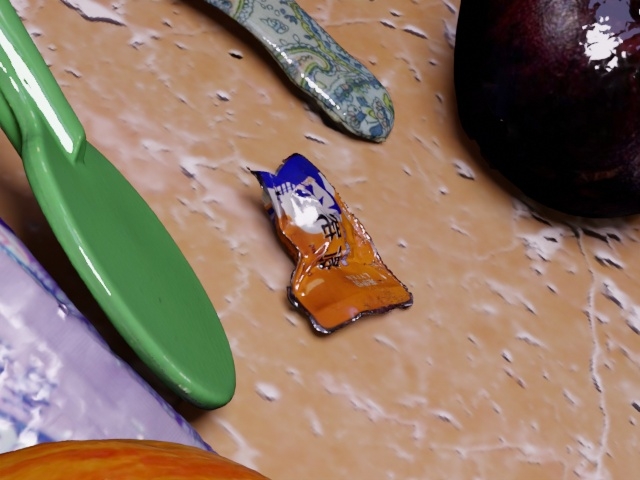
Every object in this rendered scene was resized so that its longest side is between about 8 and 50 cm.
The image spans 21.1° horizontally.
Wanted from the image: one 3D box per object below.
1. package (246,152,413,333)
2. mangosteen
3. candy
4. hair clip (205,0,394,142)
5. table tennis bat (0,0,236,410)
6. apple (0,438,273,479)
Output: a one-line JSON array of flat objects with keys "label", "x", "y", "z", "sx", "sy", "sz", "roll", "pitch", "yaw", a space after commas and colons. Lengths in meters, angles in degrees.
[{"label": "package", "x": -0.001, "y": 0.001, "z": 0.959, "sx": 0.111, "sy": 0.033, "sz": 0.077, "roll": 60, "pitch": 28, "yaw": 10}, {"label": "mangosteen", "x": 0.185, "y": -0.120, "z": 1.014, "sx": 0.194, "sy": 0.230, "sz": 0.194, "roll": 29, "pitch": 44, "yaw": -34}, {"label": "candy", "x": -0.120, "y": 0.090, "z": 0.775, "sx": 0.275, "sy": 0.070, "sz": 0.145, "roll": 49, "pitch": 48, "yaw": -11}, {"label": "hair clip", "x": -0.046, "y": -0.137, "z": 1.051, "sx": 0.229, "sy": 0.036, "sz": 0.066, "roll": 34, "pitch": 39, "yaw": 4}, {"label": "table tennis bat", "x": -0.118, "y": -0.027, "z": 0.840, "sx": 0.257, "sy": 0.039, "sz": 0.160, "roll": 58, "pitch": 7, "yaw": 0}, {"label": "apple", "x": -0.078, "y": 0.216, "z": 0.551, "sx": 0.301, "sy": 0.301, "sz": 0.301, "roll": 14, "pitch": 47, "yaw": -15}]
